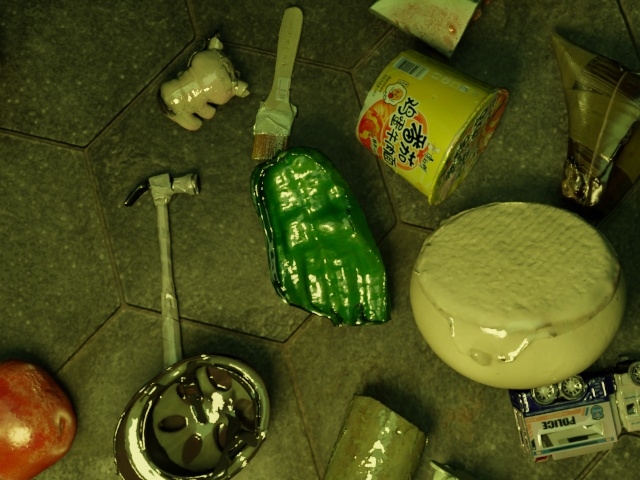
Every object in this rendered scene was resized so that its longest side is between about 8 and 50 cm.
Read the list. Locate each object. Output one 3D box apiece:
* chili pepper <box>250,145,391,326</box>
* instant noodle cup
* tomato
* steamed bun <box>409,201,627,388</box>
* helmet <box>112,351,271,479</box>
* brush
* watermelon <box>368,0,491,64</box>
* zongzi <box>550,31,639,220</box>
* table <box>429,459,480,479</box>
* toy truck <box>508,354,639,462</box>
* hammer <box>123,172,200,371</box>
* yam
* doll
[{"bbox_3d":[-0.003,0.001,1.649,0.213,0.167,0.385,-23,92,14],"label":"chili pepper"},{"bbox_3d":[0.201,-0.222,1.637,0.200,0.264,0.264,33,83,16],"label":"instant noodle cup"},{"bbox_3d":[-0.577,0.337,1.599,0.231,0.188,0.232,-1,79,5],"label":"tomato"},{"bbox_3d":[0.350,0.112,1.546,0.374,0.241,0.375,-7,41,6],"label":"steamed bun"},{"bbox_3d":[-0.223,0.330,1.589,0.305,0.177,0.225,-34,88,2],"label":"helmet"},{"bbox_3d":[-0.080,-0.324,1.775,0.085,0.020,0.337,7,80,4],"label":"brush"},{"bbox_3d":[0.269,-0.450,1.699,0.319,0.289,0.214,-12,110,-12],"label":"watermelon"},{"bbox_3d":[0.499,-0.228,1.688,0.317,0.154,0.289,38,87,28],"label":"zongzi"},{"bbox_3d":[0.224,0.521,1.550,0.166,0.166,0.198,28,90,7],"label":"table"},{"bbox_3d":[0.494,0.306,1.587,0.267,0.124,0.156,-11,87,3],"label":"toy truck"},{"bbox_3d":[-0.293,0.076,1.705,0.152,0.044,0.427,-8,80,2],"label":"hammer"},{"bbox_3d":[0.088,0.427,1.568,0.161,0.161,0.268,20,81,6],"label":"yam"},{"bbox_3d":[-0.243,-0.317,1.746,0.192,0.095,0.149,-36,78,-1],"label":"doll"}]
